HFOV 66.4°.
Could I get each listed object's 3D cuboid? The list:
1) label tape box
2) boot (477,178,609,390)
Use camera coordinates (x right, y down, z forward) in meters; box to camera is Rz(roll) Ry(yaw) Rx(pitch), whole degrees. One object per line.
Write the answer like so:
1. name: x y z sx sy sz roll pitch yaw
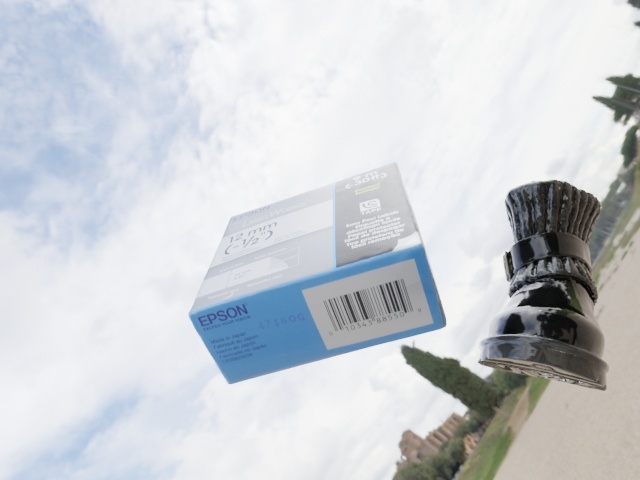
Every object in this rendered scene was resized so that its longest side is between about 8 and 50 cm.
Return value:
1. label tape box: 0.000 0.000 0.639 0.348 0.249 0.115 -89 -22 -60
2. boot: 0.288 0.040 0.622 0.348 0.131 0.261 23 -107 -63
